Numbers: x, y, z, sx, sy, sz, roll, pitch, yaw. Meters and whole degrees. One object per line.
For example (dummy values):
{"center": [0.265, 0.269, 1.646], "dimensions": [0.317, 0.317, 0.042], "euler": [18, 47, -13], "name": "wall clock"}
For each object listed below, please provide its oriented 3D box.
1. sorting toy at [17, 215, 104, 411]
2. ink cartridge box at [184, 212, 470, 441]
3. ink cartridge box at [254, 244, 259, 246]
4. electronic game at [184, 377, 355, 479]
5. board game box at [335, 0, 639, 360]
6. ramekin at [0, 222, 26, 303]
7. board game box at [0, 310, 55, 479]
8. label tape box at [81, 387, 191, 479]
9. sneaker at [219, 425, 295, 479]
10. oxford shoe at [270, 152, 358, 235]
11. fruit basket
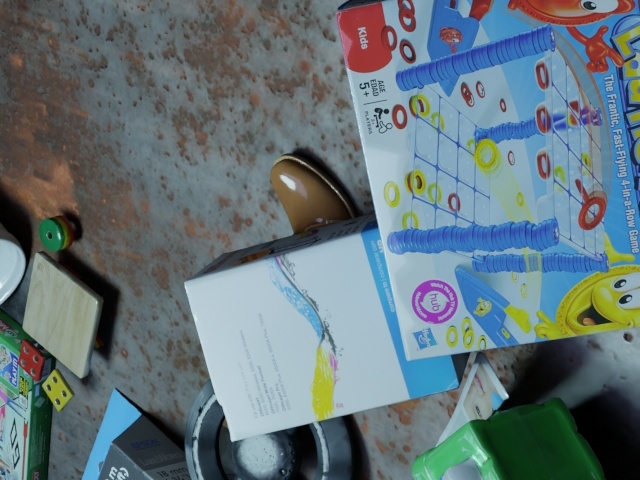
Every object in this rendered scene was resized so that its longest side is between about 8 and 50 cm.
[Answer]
{"center": [-0.348, 0.105, 1.759], "dimensions": [0.132, 0.046, 0.275], "euler": [34, 123, 28], "name": "sorting toy"}
{"center": [0.012, 0.074, 1.257], "dimensions": [0.232, 0.171, 0.168], "euler": [-15, 96, 12], "name": "ink cartridge box"}
{"center": [-0.077, 0.053, 1.501], "dimensions": [0.048, 0.028, 0.083], "euler": [-27, 89, 46], "name": "ink cartridge box"}
{"center": [-0.064, 0.254, 1.525], "dimensions": [0.229, 0.048, 0.229], "euler": [2, 94, 25], "name": "electronic game"}
{"center": [0.192, -0.075, 1.051], "dimensions": [0.302, 0.086, 0.308], "euler": [-10, 103, 13], "name": "board game box"}
{"center": [-0.535, 0.029, 1.801], "dimensions": [0.109, 0.207, 0.207], "euler": [53, 135, 25], "name": "ramekin"}
{"center": [-0.504, 0.255, 1.976], "dimensions": [0.213, 0.046, 0.317], "euler": [30, 126, 29], "name": "board game box"}
{"center": [-0.247, 0.392, 1.697], "dimensions": [0.333, 0.106, 0.241], "euler": [35, 113, 32], "name": "label tape box"}
{"center": [-0.068, 0.304, 1.585], "dimensions": [0.083, 0.071, 0.191], "euler": [-41, 81, 31], "name": "sneaker"}
{"center": [0.000, 0.000, 1.375], "dimensions": [0.212, 0.076, 0.076], "euler": [58, 137, 9], "name": "oxford shoe"}
{"center": [0.175, 0.335, 1.258], "dimensions": [0.327, 0.165, 0.353], "euler": [64, 148, 32], "name": "fruit basket"}
